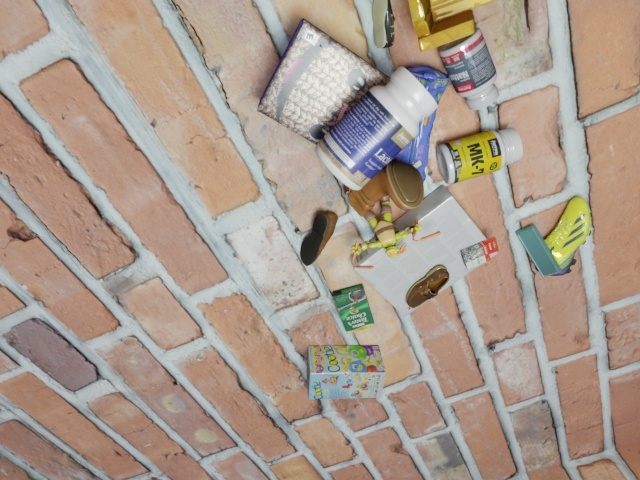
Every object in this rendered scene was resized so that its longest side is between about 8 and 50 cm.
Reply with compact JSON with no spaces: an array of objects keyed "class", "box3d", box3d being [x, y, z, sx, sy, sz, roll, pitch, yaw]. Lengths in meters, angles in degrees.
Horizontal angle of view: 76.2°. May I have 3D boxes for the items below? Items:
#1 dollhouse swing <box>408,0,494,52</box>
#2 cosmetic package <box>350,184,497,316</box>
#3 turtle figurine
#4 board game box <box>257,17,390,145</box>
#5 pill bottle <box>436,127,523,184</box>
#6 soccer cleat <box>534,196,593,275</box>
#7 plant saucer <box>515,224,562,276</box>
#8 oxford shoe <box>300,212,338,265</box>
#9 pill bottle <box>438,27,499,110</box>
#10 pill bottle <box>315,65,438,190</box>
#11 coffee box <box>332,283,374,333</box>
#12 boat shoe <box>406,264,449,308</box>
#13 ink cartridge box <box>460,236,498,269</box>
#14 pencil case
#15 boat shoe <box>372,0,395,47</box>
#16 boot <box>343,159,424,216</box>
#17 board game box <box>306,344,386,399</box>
[{"class":"dollhouse swing","box3d":[0.331,-0.633,0.839,0.305,0.315,0.346,-7,122,23]},{"class":"cosmetic package","box3d":[0.332,0.046,1.330,0.377,0.097,0.284,-38,115,16]},{"class":"turtle figurine","box3d":[0.202,-0.038,1.212,0.270,0.217,0.087,-23,160,20]},{"class":"board game box","box3d":[0.022,-0.370,1.037,0.291,0.141,0.232,26,115,-18]},{"class":"pill bottle","box3d":[0.448,-0.243,1.160,0.209,0.119,0.119,-16,120,4]},{"class":"soccer cleat","box3d":[0.792,-0.006,1.342,0.121,0.093,0.288,2,120,1]},{"class":"plant saucer","box3d":[0.723,0.040,1.354,0.067,0.018,0.192,-27,102,44]},{"class":"oxford shoe","box3d":[0.000,0.000,1.297,0.076,0.076,0.212,-13,143,-44]},{"class":"pill bottle","box3d":[0.388,-0.434,1.049,0.108,0.108,0.180,-31,117,13]},{"class":"pill bottle","box3d":[0.128,-0.255,0.941,0.153,0.153,0.265,38,111,-23]},{"class":"coffee box","box3d":[0.121,0.247,1.461,0.113,0.040,0.184,-15,120,4]},{"class":"boat shoe","box3d":[0.343,0.157,1.309,0.064,0.060,0.178,30,114,-22]},{"class":"ink cartridge box","box3d":[0.502,0.039,1.274,0.115,0.029,0.062,-24,120,8]},{"class":"pencil case","box3d":[0.254,-0.305,1.100,0.120,0.133,0.305,5,119,-4]},{"class":"boat shoe","box3d":[0.158,-0.546,1.006,0.042,0.049,0.132,-20,116,-31]},{"class":"boot","box3d":[0.149,-0.135,1.094,0.109,0.283,0.220,-2,142,-31]},{"class":"board game box","box3d":[0.090,0.496,1.545,0.276,0.142,0.144,1,120,-6]}]
